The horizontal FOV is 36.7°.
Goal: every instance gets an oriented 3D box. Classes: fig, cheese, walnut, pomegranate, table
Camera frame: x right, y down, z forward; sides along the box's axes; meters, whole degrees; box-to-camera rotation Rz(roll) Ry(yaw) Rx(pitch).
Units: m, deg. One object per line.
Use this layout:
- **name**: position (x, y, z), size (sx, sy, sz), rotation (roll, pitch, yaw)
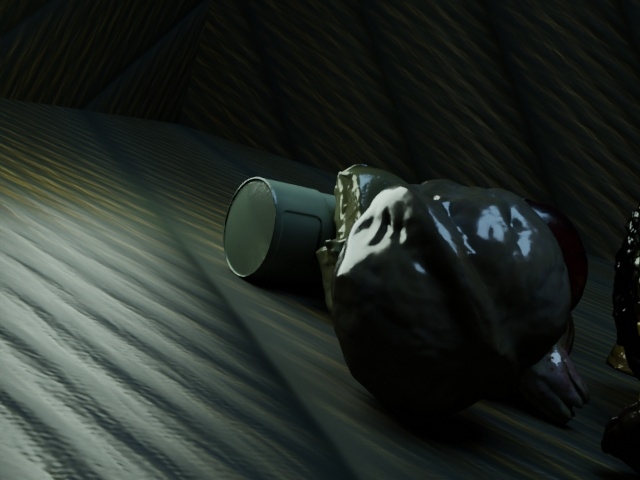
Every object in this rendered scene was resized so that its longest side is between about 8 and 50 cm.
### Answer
- **fig**: position (0.260, 0.031, 1.390), size (0.203, 0.187, 0.249), rotation (-4, 4, -11)
- **cheese**: position (0.070, 0.006, 1.142), size (0.175, 0.203, 0.091), rotation (4, -23, -37)
- **walnut**: position (0.109, 0.047, 0.835), size (0.224, 0.224, 0.224), rotation (16, 8, -2)
- **walnut**: position (0.452, 0.158, 1.327), size (0.121, 0.052, 0.091), rotation (7, 15, -40)
- **pomegranate**: position (0.209, 0.100, 0.971), size (0.163, 0.126, 0.138), rotation (24, -2, 38)
- **table**: position (0.000, 0.000, 1.234), size (0.219, 0.126, 0.126), rotation (10, 10, -34)

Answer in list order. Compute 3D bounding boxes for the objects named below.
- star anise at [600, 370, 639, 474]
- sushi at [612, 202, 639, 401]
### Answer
- **star anise**: position (0.354, 0.167, 0.827), size (0.190, 0.126, 0.220), rotation (17, 9, 38)
- **sushi**: position (0.470, 0.101, 1.018), size (0.327, 0.329, 0.285), rotation (24, 37, -2)
